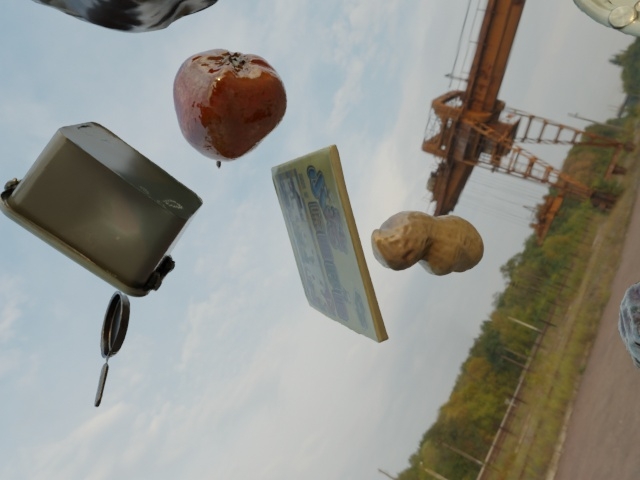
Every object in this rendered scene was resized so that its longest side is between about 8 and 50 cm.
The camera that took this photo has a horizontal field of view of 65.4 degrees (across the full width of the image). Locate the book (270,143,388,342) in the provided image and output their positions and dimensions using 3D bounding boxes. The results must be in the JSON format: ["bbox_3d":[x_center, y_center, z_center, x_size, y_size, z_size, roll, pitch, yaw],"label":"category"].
[{"bbox_3d":[0.000,0.000,0.487,0.013,0.192,0.167,-18,-82,-18],"label":"book"}]

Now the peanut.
[{"bbox_3d":[0.167,0.004,0.782,0.228,0.104,0.086,7,-28,-33],"label":"peanut"}]

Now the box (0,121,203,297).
[{"bbox_3d":[-0.293,-0.053,0.705,0.135,0.243,0.163,-51,10,15],"label":"box"}]

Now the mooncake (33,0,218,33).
[{"bbox_3d":[-0.188,-0.351,0.424,0.306,0.154,0.305,1,-93,-24],"label":"mooncake"}]

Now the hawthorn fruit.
[{"bbox_3d":[-0.168,-0.223,0.890,0.196,0.197,0.225,-34,-28,-48],"label":"hawthorn fruit"}]

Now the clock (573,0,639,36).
[{"bbox_3d":[0.335,-0.259,0.424,0.053,0.236,0.236,34,-100,-52],"label":"clock"}]

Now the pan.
[{"bbox_3d":[-0.408,0.210,0.973,0.028,0.235,0.136,18,-43,-31],"label":"pan"}]

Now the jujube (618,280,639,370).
[{"bbox_3d":[0.529,0.172,0.615,0.226,0.317,0.226,-15,-29,-9],"label":"jujube"}]
